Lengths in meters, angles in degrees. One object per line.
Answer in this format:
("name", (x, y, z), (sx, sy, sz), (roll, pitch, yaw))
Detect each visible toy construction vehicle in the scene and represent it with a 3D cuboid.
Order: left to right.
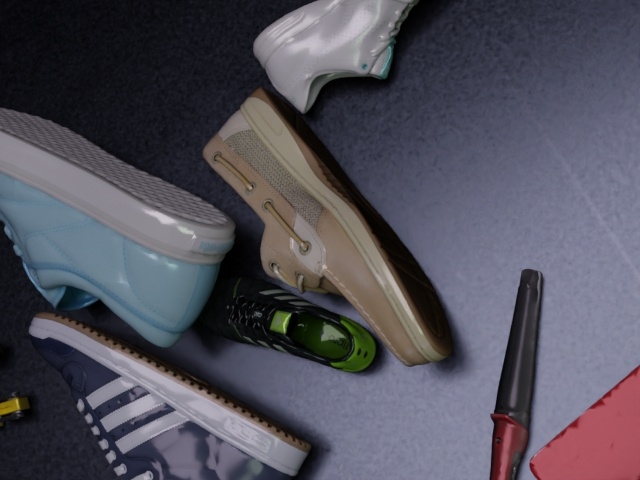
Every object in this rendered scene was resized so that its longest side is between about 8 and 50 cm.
("toy construction vehicle", (-0.329, 0.141, 1.012), (0.098, 0.035, 0.085), (-19, 84, 15))

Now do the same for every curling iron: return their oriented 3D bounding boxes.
("curling iron", (0.141, 0.154, 0.862), (0.068, 0.035, 0.273), (14, 83, 19))

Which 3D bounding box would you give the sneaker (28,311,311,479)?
("sneaker", (-0.164, 0.178, 0.916), (0.282, 0.099, 0.153), (25, 84, 17))

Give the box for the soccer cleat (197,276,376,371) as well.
("soccer cleat", (-0.037, 0.068, 0.915), (0.179, 0.072, 0.060), (16, 83, 19))

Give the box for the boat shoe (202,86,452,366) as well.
("boat shoe", (0.000, 0.000, 0.906), (0.098, 0.109, 0.302), (-41, 64, 10))

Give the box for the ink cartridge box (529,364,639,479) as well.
("ink cartridge box", (0.339, 0.168, 0.751), (0.309, 0.130, 0.272), (-43, 69, 4))

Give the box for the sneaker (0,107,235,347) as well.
("sneaker", (-0.249, -0.018, 0.966), (0.366, 0.135, 0.150), (27, 103, 32))

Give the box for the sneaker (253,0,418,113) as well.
("sneaker", (0.048, -0.196, 0.957), (0.212, 0.080, 0.094), (-33, 82, 15))
